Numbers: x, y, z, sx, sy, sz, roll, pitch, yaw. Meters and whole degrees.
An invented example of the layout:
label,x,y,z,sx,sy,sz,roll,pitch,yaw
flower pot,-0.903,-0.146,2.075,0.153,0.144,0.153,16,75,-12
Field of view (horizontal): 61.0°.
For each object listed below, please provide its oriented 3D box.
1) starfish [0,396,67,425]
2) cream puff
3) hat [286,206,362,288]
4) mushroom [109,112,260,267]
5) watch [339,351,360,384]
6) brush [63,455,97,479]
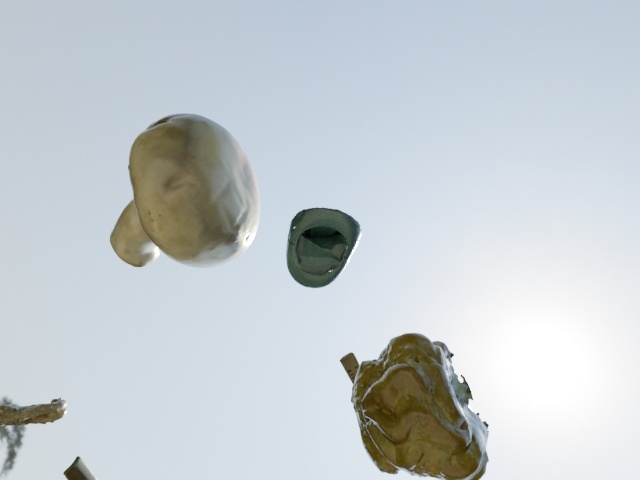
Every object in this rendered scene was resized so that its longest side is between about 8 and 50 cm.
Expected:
label,x,y,z,sx,sy,sz,roll,pitch,yaw
starfish,-0.588,0.219,0.757,0.324,0.432,0.082,137,-42,-56
cream puff,0.186,0.374,1.149,0.270,0.274,0.323,-31,-110,17
hat,0.000,0.000,1.069,0.138,0.078,0.190,14,-57,-11
mushroom,-0.250,-0.069,1.097,0.315,0.315,0.356,32,-56,28
watch,0.135,0.463,1.525,0.102,0.165,0.268,-26,-74,2
brush,-0.549,0.648,1.351,0.048,0.054,0.282,1,-56,28
